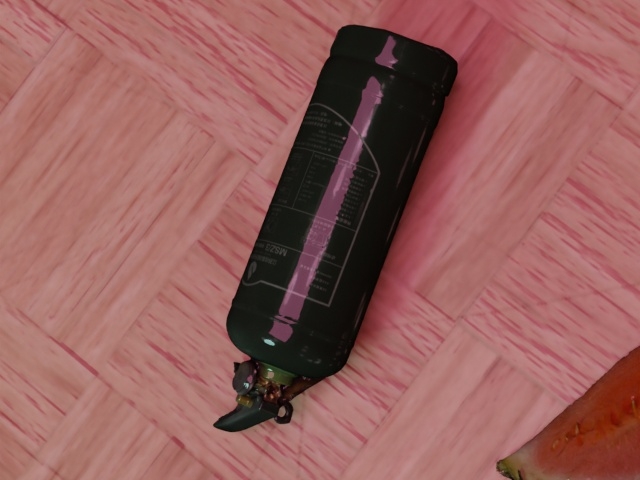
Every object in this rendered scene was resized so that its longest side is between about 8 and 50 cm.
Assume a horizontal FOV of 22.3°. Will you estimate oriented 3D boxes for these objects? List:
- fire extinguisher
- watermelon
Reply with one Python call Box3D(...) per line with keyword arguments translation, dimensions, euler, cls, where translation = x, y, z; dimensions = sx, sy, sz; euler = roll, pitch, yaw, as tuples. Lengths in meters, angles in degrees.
Box3D(translation=(0.000, 0.000, 1.187), dimensions=(0.114, 0.095, 0.311), euler=(11, 80, 59), cls="fire extinguisher")
Box3D(translation=(0.243, 0.125, 1.130), dimensions=(0.245, 0.063, 0.119), euler=(-34, 62, 7), cls="watermelon")
